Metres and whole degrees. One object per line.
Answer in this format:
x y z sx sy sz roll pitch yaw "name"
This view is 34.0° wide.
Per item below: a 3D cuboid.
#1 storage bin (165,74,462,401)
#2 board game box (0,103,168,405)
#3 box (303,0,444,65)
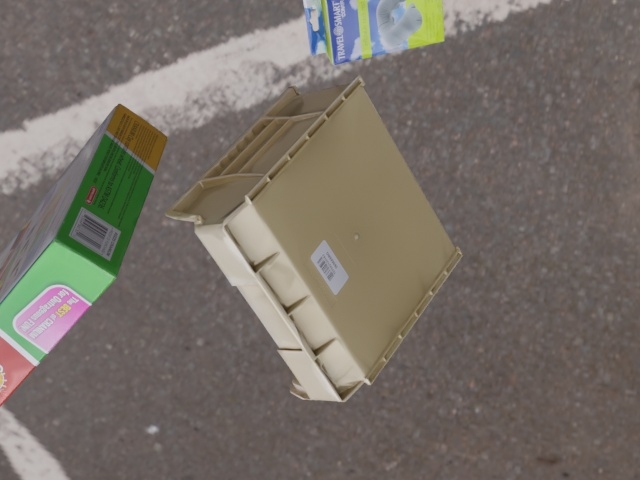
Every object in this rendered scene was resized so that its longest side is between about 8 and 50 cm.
0.000 0.000 1.156 0.123 0.260 0.262 -4 126 46 "storage bin"
-0.286 0.040 1.053 0.064 0.242 0.316 35 122 -19 "board game box"
0.071 -0.298 1.376 0.178 0.042 0.109 -14 129 -7 "box"
